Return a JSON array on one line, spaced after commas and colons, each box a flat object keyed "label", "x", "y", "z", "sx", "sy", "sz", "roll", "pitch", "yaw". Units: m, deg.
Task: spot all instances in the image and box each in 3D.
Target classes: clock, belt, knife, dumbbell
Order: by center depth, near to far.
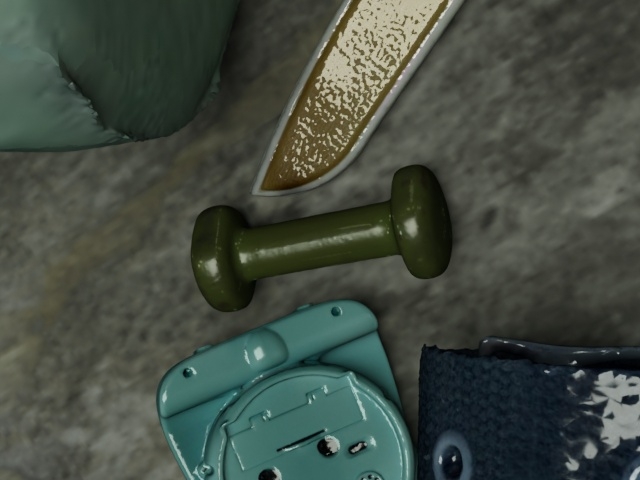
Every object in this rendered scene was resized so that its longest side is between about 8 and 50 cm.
[{"label": "belt", "x": 0.143, "y": 0.108, "z": 0.571, "sx": 0.218, "sy": 0.122, "sz": 0.128, "roll": 4, "pitch": 90, "yaw": 19}, {"label": "knife", "x": 0.044, "y": -0.116, "z": 0.622, "sx": 0.046, "sy": 0.022, "sz": 0.256, "roll": 35, "pitch": 111, "yaw": 0}, {"label": "clock", "x": -0.003, "y": 0.107, "z": 0.633, "sx": 0.108, "sy": 0.045, "sz": 0.147, "roll": -22, "pitch": 87, "yaw": -10}, {"label": "dumbbell", "x": 0.000, "y": 0.000, "z": 0.637, "sx": 0.118, "sy": 0.052, "sz": 0.046, "roll": -11, "pitch": 135, "yaw": 17}]

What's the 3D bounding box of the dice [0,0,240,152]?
[{"label": "dice", "x": -0.180, "y": -0.177, "z": 0.546, "sx": 0.262, "sy": 0.264, "sz": 0.268, "roll": 6, "pitch": 101, "yaw": 12}]
